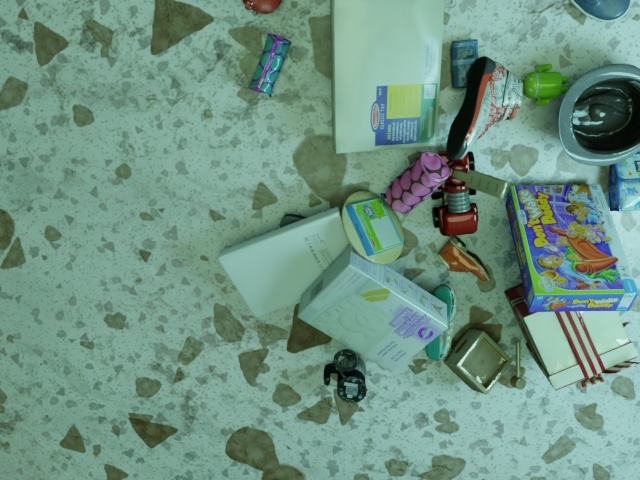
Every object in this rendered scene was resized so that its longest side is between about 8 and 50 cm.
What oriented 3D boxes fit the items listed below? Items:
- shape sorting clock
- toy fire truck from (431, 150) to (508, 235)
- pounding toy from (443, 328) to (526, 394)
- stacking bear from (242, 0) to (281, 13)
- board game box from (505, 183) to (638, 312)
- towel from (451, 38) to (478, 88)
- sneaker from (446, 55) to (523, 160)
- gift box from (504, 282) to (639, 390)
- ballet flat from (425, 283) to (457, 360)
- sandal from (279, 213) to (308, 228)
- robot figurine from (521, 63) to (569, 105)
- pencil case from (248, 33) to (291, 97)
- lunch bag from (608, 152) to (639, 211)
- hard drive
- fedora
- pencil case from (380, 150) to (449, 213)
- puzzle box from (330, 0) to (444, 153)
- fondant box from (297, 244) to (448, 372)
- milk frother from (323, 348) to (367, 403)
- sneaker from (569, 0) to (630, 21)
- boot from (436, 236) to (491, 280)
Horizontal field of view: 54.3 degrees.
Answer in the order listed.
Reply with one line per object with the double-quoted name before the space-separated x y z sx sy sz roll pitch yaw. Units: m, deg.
"shape sorting clock" 0.138 -0.034 1.647 0.206 0.206 0.040 49 134 -10
"toy fire truck" 0.368 -0.110 1.572 0.159 0.246 0.217 -6 106 5
"pounding toy" 0.487 0.347 1.777 0.206 0.094 0.181 44 77 -10
"stacking bear" -0.099 -0.682 1.489 0.164 0.175 0.289 35 114 1
"board game box" 0.610 0.012 1.553 0.233 0.347 0.078 -1 141 3
"towel" 0.367 -0.448 1.588 0.067 0.029 0.119 -4 106 5
"sneaker" 0.417 -0.307 1.553 0.145 0.090 0.270 20 85 -24
"gift box" 0.677 0.227 1.651 0.276 0.255 0.258 -23 101 13
"ballet flat" 0.342 0.225 1.762 0.091 0.077 0.241 21 114 33
"sandal" 0.000 0.001 1.733 0.255 0.054 0.097 25 113 -14
"robot figurine" 0.563 -0.391 1.574 0.115 0.067 0.101 1 96 3
"pencil case" -0.129 -0.448 1.595 0.065 0.070 0.151 22 105 -3
"lunch bag" 0.824 -0.153 1.620 0.129 0.096 0.151 -3 92 7
"hard drive" -0.069 0.066 1.710 0.353 0.047 0.233 -20 121 12
"fedora" 0.698 -0.315 1.558 0.276 0.124 0.243 -15 107 -1
"pencil case" 0.242 -0.150 1.595 0.095 0.209 0.098 0 69 -24
"puzzle box" 0.159 -0.423 1.535 0.272 0.052 0.408 -5 114 -10
"fondant box" 0.141 0.190 1.683 0.330 0.096 0.238 32 124 -16
"milk frother" 0.085 0.363 1.783 0.129 0.135 0.143 27 105 -5
"sneaker" 0.617 -0.662 1.451 0.131 0.148 0.350 -38 101 12
"boot" 0.396 0.067 1.724 0.158 0.059 0.084 43 107 0
